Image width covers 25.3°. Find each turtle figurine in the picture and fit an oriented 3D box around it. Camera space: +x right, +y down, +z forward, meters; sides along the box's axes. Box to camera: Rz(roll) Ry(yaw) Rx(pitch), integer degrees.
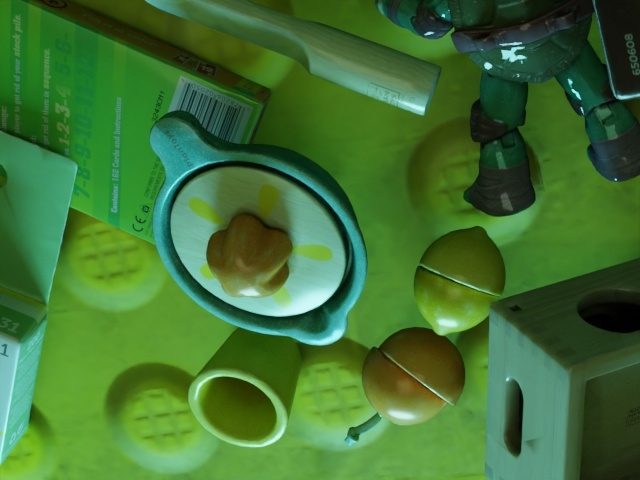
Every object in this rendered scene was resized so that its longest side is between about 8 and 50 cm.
[{"bbox_3d":[0.111,-0.135,0.806,0.175,0.118,0.234,-8,116,21],"label":"turtle figurine"}]

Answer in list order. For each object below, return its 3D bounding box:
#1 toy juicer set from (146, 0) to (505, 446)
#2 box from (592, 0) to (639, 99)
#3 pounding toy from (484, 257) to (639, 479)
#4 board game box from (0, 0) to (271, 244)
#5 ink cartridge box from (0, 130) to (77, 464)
[{"bbox_3d":[0.000,0.000,0.839,0.209,0.089,0.329,4,127,18],"label":"toy juicer set"},{"bbox_3d":[0.230,-0.184,0.688,0.168,0.203,0.167,-6,109,31],"label":"box"},{"bbox_3d":[0.206,0.058,0.857,0.206,0.094,0.181,-15,120,-23],"label":"pounding toy"},{"bbox_3d":[-0.172,-0.091,0.925,0.259,0.039,0.124,23,116,1],"label":"board game box"},{"bbox_3d":[-0.267,0.026,0.965,0.171,0.056,0.235,21,124,5],"label":"ink cartridge box"}]
